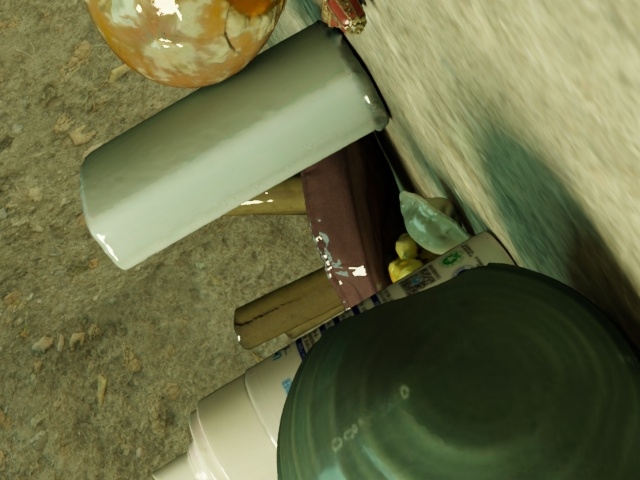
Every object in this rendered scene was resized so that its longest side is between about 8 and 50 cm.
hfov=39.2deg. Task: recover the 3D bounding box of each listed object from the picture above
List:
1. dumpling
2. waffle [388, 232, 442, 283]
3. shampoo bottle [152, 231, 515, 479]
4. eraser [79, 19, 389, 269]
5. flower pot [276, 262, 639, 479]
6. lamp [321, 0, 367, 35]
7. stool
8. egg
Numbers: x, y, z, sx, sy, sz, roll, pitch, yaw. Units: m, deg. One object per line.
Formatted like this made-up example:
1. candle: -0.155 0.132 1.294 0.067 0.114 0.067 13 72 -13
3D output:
1. dumpling: 0.100 -0.014 0.750 0.077 0.043 0.059 63 159 -11
2. waffle: 0.150 0.131 0.921 0.281 0.058 0.301 45 -155 -50
3. shampoo bottle: 0.014 0.107 0.660 0.092 0.303 0.092 58 -179 -2
4. eraser: -0.091 -0.102 0.890 0.104 0.290 0.189 58 -175 -34
5. flower pot: 0.074 0.115 0.450 0.243 0.189 0.157 76 174 -57
6. lamp: 0.006 -0.176 0.585 0.083 0.031 0.063 63 179 -23
7. stool: 0.000 0.000 1.021 0.272 0.178 0.272 -16 -90 -74
8. egg: -0.123 -0.239 0.815 0.233 0.195 0.195 95 153 -48
